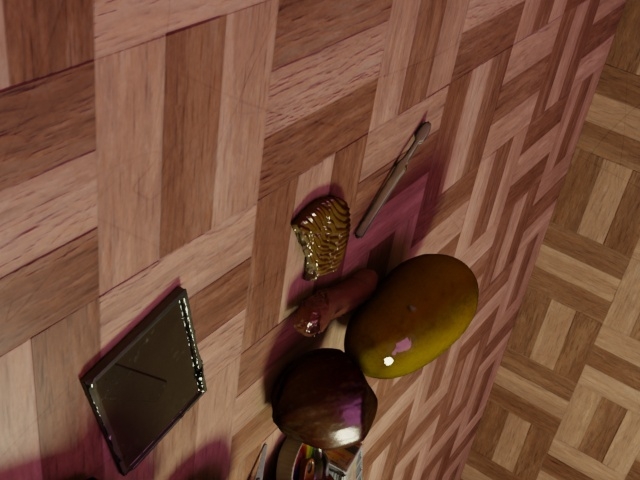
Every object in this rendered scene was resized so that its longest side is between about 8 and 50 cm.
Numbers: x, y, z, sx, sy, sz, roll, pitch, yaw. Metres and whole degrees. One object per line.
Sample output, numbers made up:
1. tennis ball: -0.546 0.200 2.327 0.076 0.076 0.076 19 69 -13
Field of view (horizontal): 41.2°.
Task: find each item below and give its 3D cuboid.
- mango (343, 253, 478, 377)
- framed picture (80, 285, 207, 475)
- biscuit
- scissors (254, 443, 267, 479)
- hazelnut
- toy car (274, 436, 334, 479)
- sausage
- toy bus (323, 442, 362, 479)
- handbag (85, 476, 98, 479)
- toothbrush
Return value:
1. mango: 0.201 0.176 1.891 0.301 0.220 0.445 -42 176 26
2. framed picture: -0.258 0.223 1.306 0.209 0.019 0.281 -45 151 -34
3. biscuit: 0.001 0.000 1.581 0.228 0.031 0.176 0 113 -64
4. scissors: -0.137 0.529 1.830 0.100 0.015 0.189 11 91 -21
5. hazelnut: 0.007 0.337 1.732 0.218 0.218 0.234 -52 154 -23
6. toy car: -0.044 0.542 1.950 0.235 0.145 0.235 -33 128 -58
7. sausage: 0.034 0.121 1.721 0.304 0.078 0.078 -24 136 -59
8. toy bus: 0.050 0.659 2.288 0.138 0.097 0.343 -53 154 -37
9. handbag: -0.405 0.480 1.167 0.257 0.113 0.285 -63 164 16
10. toothbrush: 0.151 -0.126 1.758 0.294 0.026 0.028 -57 171 -14
